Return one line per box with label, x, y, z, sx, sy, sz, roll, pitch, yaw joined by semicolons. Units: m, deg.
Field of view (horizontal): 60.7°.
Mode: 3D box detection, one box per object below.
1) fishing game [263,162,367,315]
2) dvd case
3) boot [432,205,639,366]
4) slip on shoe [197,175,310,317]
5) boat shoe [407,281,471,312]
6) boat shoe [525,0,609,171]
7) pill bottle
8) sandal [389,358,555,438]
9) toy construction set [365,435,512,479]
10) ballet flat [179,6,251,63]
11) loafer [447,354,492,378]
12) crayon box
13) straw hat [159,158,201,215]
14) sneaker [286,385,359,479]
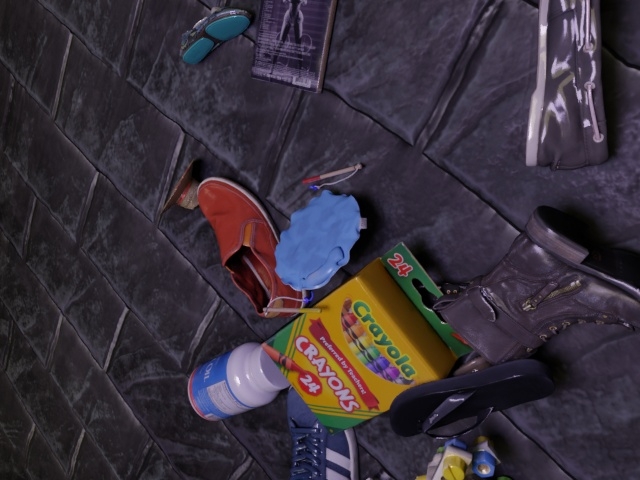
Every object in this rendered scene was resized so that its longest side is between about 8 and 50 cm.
fishing game;0.000;0.000;0.892;0.189;0.041;0.264;-11;56;43
dvd case;-0.044;-0.380;0.942;0.164;0.018;0.221;23;112;34
boot;0.305;0.099;0.705;0.263;0.091;0.229;38;128;12
slip on shoe;-0.146;0.007;1.037;0.331;0.101;0.123;55;127;19
boat shoe;0.194;0.088;0.821;0.133;0.042;0.049;-3;94;37
boat shoe;0.304;-0.249;0.644;0.095;0.112;0.335;5;107;20
pill bottle;-0.151;0.270;1.072;0.221;0.124;0.124;-30;79;36
sandal;0.193;0.229;0.752;0.254;0.097;0.055;-34;35;35
toy construction set;0.171;0.426;0.827;0.215;0.151;0.328;41;132;-3
ballet flat;-0.205;-0.406;1.039;0.188;0.070;0.070;-17;87;35
loafer;0.204;0.226;0.826;0.148;0.056;0.050;-47;63;34
crayon box;0.067;0.167;0.869;0.202;0.081;0.318;51;129;3
straw hat;-0.271;-0.098;1.135;0.061;0.144;0.144;32;126;-17
sneaker;-0.013;0.433;0.974;0.131;0.148;0.350;-16;87;39
